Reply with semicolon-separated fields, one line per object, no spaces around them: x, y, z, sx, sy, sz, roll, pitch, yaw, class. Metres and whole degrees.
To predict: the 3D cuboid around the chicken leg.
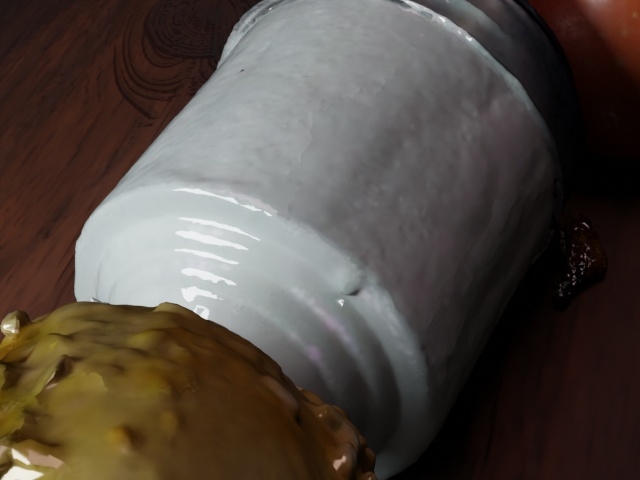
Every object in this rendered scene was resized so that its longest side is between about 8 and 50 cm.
0.155;0.008;0.922;0.036;0.021;0.083;-1;40;5;chicken leg

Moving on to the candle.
0.000;0.000;0.827;0.221;0.221;0.342;7;44;30;candle

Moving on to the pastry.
-0.050;0.167;0.569;0.184;0.284;0.316;3;16;-10;pastry

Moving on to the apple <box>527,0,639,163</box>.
0.200;-0.170;0.984;0.260;0.216;0.260;-11;36;8;apple
